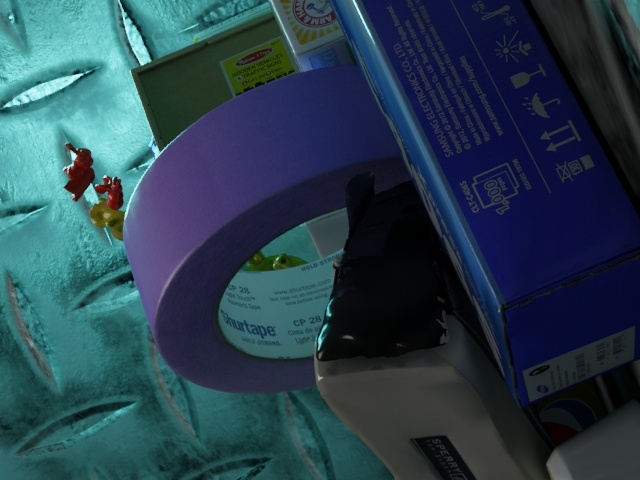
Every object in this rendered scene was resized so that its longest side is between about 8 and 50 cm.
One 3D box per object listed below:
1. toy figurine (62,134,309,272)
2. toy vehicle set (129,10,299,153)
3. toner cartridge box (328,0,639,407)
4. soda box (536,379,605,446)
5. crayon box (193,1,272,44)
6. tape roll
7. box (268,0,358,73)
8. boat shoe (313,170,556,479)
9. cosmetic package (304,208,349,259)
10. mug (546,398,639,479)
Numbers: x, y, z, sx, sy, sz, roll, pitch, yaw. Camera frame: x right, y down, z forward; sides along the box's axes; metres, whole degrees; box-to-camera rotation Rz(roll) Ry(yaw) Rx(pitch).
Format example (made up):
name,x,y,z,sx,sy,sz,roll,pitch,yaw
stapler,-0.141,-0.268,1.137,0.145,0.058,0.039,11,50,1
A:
name,x,y,z,sx,sy,sz,roll,pitch,yaw
toy figurine,-0.099,-0.074,1.583,0.362,0.217,0.191,28,156,12
toy vehicle set,-0.057,-0.162,1.441,0.035,0.266,0.166,68,-179,-62
toner cartridge box,0.062,-0.098,0.703,0.165,0.075,0.348,67,-179,-65
soda box,0.157,0.098,0.951,0.058,0.061,0.181,-106,-7,-77
crayon box,-0.061,-0.260,1.744,0.323,0.203,0.083,-109,-5,-77
tape roll,0.000,0.000,0.975,0.275,0.274,0.090,65,180,-57
box,0.010,-0.193,0.985,0.114,0.103,0.203,64,-178,-59
boat shoe,0.098,0.096,0.870,0.340,0.127,0.158,63,-153,-47
cosmetic package,0.082,0.011,1.647,0.197,0.155,0.365,-107,-6,-46
mug,0.170,0.138,0.790,0.078,0.064,0.062,65,-179,-55
